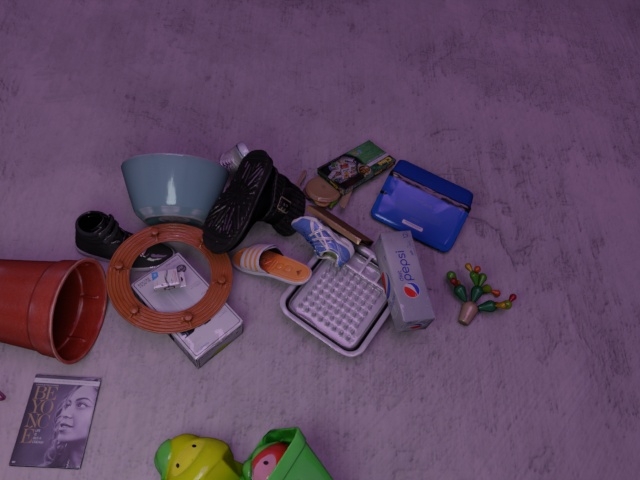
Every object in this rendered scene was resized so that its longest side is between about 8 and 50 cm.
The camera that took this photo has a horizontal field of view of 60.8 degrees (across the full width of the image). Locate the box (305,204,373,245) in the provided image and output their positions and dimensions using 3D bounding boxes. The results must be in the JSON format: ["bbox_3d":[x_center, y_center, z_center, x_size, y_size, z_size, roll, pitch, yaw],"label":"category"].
[{"bbox_3d":[0.063,-0.045,1.696,0.201,0.164,0.021,34,99,17],"label":"box"}]

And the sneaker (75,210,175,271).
[{"bbox_3d":[-0.570,0.001,1.570,0.296,0.147,0.104,12,56,-3],"label":"sneaker"}]

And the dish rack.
[{"bbox_3d":[0.068,0.165,1.618,0.285,0.072,0.333,34,60,10],"label":"dish rack"}]

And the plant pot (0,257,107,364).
[{"bbox_3d":[-0.735,0.160,1.395,0.265,0.272,0.272,8,58,5],"label":"plant pot"}]

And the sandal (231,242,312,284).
[{"bbox_3d":[-0.146,0.054,1.608,0.265,0.076,0.102,13,52,24],"label":"sandal"}]

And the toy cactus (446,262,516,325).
[{"bbox_3d":[0.479,0.176,1.670,0.219,0.112,0.180,31,69,0],"label":"toy cactus"}]

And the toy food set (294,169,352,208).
[{"bbox_3d":[0.008,-0.163,1.831,0.192,0.038,0.132,19,50,8],"label":"toy food set"}]

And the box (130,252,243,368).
[{"bbox_3d":[-0.369,0.193,1.521,0.290,0.087,0.169,42,62,16],"label":"box"}]

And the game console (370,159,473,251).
[{"bbox_3d":[0.351,-0.125,1.864,0.293,0.173,0.250,27,90,8],"label":"game console"}]

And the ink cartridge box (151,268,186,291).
[{"bbox_3d":[-0.404,0.104,1.454,0.083,0.028,0.048,-10,64,-18],"label":"ink cartridge box"}]

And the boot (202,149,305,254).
[{"bbox_3d":[-0.180,-0.067,1.629,0.131,0.260,0.348,17,70,33],"label":"boot"}]

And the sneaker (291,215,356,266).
[{"bbox_3d":[0.000,0.000,1.618,0.211,0.080,0.081,31,59,11],"label":"sneaker"}]

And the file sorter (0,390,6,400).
[{"bbox_3d":[-0.854,0.462,1.215,0.182,0.202,0.290,4,59,-8],"label":"file sorter"}]

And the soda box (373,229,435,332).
[{"bbox_3d":[0.238,0.115,1.580,0.098,0.091,0.286,-5,61,-14],"label":"soda box"}]

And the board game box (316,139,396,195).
[{"bbox_3d":[0.126,-0.256,1.882,0.260,0.030,0.136,-32,59,-30],"label":"board game box"}]

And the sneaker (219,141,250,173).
[{"bbox_3d":[-0.268,-0.249,1.735,0.091,0.258,0.094,-34,101,-12],"label":"sneaker"}]

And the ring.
[{"bbox_3d":[-0.411,0.092,1.495,0.337,0.032,0.336,6,60,-10],"label":"ring"}]

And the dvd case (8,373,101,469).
[{"bbox_3d":[-0.656,0.449,1.361,0.165,0.018,0.221,5,58,-6],"label":"dvd case"}]

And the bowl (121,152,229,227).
[{"bbox_3d":[-0.428,-0.130,1.609,0.312,0.311,0.163,1,78,-9],"label":"bowl"}]

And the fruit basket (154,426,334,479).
[{"bbox_3d":[-0.207,0.569,1.237,0.392,0.283,0.392,8,68,-21],"label":"fruit basket"}]
